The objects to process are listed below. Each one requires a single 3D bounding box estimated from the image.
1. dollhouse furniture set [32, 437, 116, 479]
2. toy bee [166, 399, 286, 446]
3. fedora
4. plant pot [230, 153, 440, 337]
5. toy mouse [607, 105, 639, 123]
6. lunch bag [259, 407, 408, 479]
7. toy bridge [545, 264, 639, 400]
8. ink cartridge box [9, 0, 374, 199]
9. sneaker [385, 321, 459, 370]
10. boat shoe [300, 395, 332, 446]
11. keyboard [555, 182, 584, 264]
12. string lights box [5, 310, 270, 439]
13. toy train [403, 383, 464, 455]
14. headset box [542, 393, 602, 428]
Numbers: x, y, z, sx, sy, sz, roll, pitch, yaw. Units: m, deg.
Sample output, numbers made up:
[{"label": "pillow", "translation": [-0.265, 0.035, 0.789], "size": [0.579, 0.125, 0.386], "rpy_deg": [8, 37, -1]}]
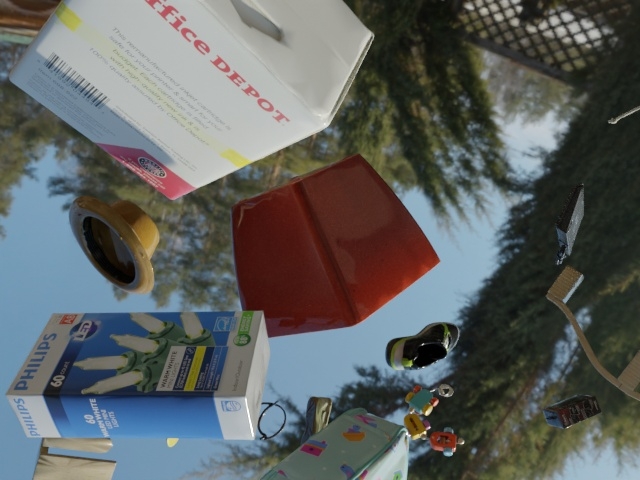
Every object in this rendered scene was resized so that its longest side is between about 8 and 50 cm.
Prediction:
[{"label": "dollhouse furniture set", "translation": [-0.410, 0.315, 1.154], "size": [0.123, 0.144, 0.151], "rpy_deg": [15, -159, -21]}, {"label": "toy bee", "translation": [-0.230, 0.282, 1.260], "size": [0.162, 0.298, 0.195], "rpy_deg": [35, -134, -47]}, {"label": "fedora", "translation": [-0.317, -0.003, 1.070], "size": [0.194, 0.194, 0.079], "rpy_deg": [28, -131, 21]}, {"label": "plant pot", "translation": [0.000, 0.000, 1.153], "size": [0.267, 0.235, 0.267], "rpy_deg": [-15, -169, 44]}, {"label": "toy mouse", "translation": [0.319, -0.155, 0.522], "size": [0.161, 0.143, 0.031], "rpy_deg": [14, -140, 33]}, {"label": "lunch bag", "translation": [0.011, 0.383, 0.920], "size": [0.108, 0.223, 0.279], "rpy_deg": [19, -152, 34]}, {"label": "toy bridge", "translation": [0.269, 0.099, 0.551], "size": [0.188, 0.063, 0.026], "rpy_deg": [38, -175, 25]}, {"label": "ink cartridge box", "translation": [-0.169, -0.226, 0.817], "size": [0.279, 0.385, 0.160], "rpy_deg": [40, -121, -26]}, {"label": "sneaker", "translation": [0.241, 0.239, 1.428], "size": [0.235, 0.084, 0.097], "rpy_deg": [-13, -167, -41]}, {"label": "boat shoe", "translation": [-0.006, 0.401, 1.374], "size": [0.048, 0.152, 0.056], "rpy_deg": [11, 168, -28]}, {"label": "keyboard", "translation": [0.378, -0.018, 1.019], "size": [0.023, 0.108, 0.180], "rpy_deg": [18, 176, 25]}, {"label": "string lights box", "translation": [-0.197, 0.152, 0.759], "size": [0.260, 0.076, 0.133], "rpy_deg": [-1, -144, 5]}, {"label": "toy train", "translation": [0.238, 0.386, 1.414], "size": [0.125, 0.046, 0.166], "rpy_deg": [0, -139, 8]}, {"label": "headset box", "translation": [0.432, 0.297, 1.154], "size": [0.083, 0.032, 0.062], "rpy_deg": [-19, 173, -8]}]
